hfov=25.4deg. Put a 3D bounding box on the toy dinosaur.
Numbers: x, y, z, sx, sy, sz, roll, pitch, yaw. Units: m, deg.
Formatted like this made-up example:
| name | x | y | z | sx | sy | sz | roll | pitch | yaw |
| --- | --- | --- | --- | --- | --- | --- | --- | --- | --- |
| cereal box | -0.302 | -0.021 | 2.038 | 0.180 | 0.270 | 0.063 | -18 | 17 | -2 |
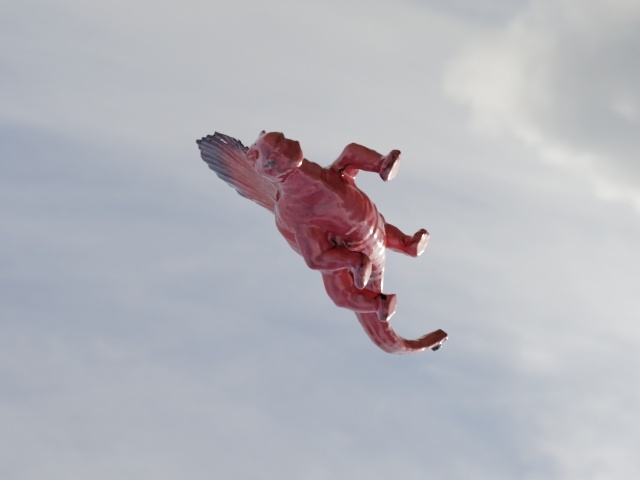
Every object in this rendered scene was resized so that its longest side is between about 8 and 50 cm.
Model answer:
| name | x | y | z | sx | sy | sz | roll | pitch | yaw |
| --- | --- | --- | --- | --- | --- | --- | --- | --- | --- |
| toy dinosaur | -0.007 | -0.004 | 0.878 | 0.139 | 0.070 | 0.286 | 21 | 163 | 22 |
